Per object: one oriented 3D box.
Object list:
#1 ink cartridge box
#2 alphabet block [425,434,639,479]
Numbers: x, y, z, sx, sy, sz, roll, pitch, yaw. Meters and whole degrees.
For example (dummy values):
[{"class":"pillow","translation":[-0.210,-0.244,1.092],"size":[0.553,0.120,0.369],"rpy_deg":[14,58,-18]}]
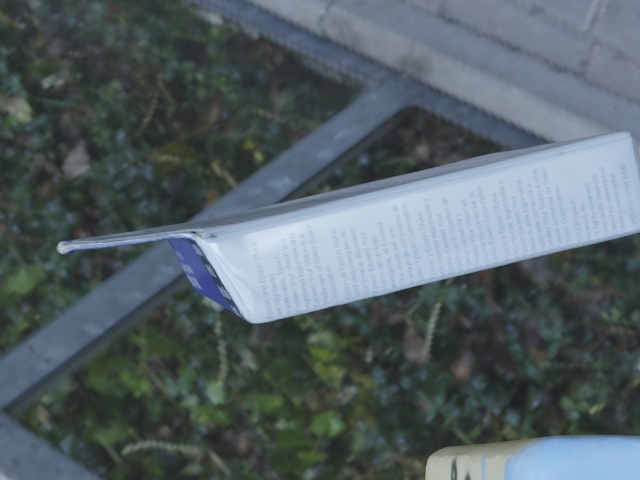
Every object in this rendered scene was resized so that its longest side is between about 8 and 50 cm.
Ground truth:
[{"class":"ink cartridge box","translation":[0.000,0.000,0.654],"size":[0.223,0.224,0.045],"rpy_deg":[-176,75,-82]},{"class":"alphabet block","translation":[0.145,0.166,0.542],"size":[0.197,0.193,0.192],"rpy_deg":[114,159,-79]}]
